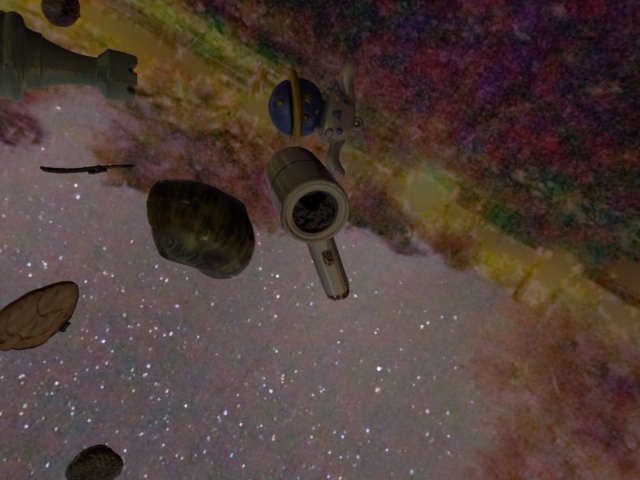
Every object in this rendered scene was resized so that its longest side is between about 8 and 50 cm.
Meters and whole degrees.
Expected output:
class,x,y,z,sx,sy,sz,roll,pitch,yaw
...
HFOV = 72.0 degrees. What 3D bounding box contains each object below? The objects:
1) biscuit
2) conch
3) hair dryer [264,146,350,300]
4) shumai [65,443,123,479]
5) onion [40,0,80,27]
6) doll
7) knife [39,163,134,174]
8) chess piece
class,x,y,z,sx,sy,sz,roll,pitch,yaw
biscuit,-0.796,0.211,1.242,0.041,0.260,0.203,38,167,31
conch,-0.171,-0.025,0.679,0.181,0.124,0.187,-114,5,-63
hair dryer,0.000,0.000,0.911,0.203,0.128,0.362,-121,9,-57
shumai,-0.378,0.364,0.732,0.083,0.082,0.080,-3,-164,-32
onion,-0.687,-0.621,1.172,0.107,0.107,0.097,33,-166,21
doll,-0.017,-0.315,1.198,0.242,0.311,0.159,-10,-172,-22
knife,-0.616,-0.188,1.176,0.222,0.021,0.045,-5,168,-23
chess piece,-0.604,-0.414,1.057,0.299,0.194,0.194,1,-156,-29
